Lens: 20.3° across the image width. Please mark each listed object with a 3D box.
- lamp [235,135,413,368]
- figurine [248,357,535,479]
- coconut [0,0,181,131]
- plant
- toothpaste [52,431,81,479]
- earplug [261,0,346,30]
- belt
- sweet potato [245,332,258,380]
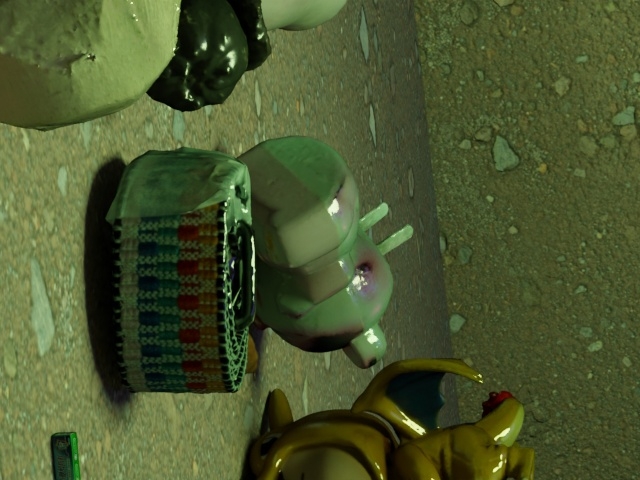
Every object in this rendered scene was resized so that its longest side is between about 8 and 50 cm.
[{"bbox_3d":[0.000,0.000,2.304,0.247,0.247,0.301,-36,142,-19],"label":"lamp"},{"bbox_3d":[0.105,0.312,2.371,0.401,0.387,0.268,38,48,-72],"label":"figurine"},{"bbox_3d":[-0.217,-0.210,1.382,0.230,0.227,0.227,72,19,-54],"label":"coconut"},{"bbox_3d":[-0.142,-0.244,1.886,0.256,0.164,0.142,-102,-177,-49],"label":"plant"},{"bbox_3d":[-0.234,0.220,1.663,0.017,0.020,0.083,-26,113,-75],"label":"toothpaste"},{"bbox_3d":[-0.080,-0.329,2.221,0.301,0.172,0.172,-37,124,-68],"label":"earplug"},{"bbox_3d":[-0.139,0.030,1.849,0.207,0.150,0.257,59,31,-83],"label":"belt"},{"bbox_3d":[-0.103,0.143,2.233,0.195,0.056,0.056,69,21,-68],"label":"sweet potato"}]
